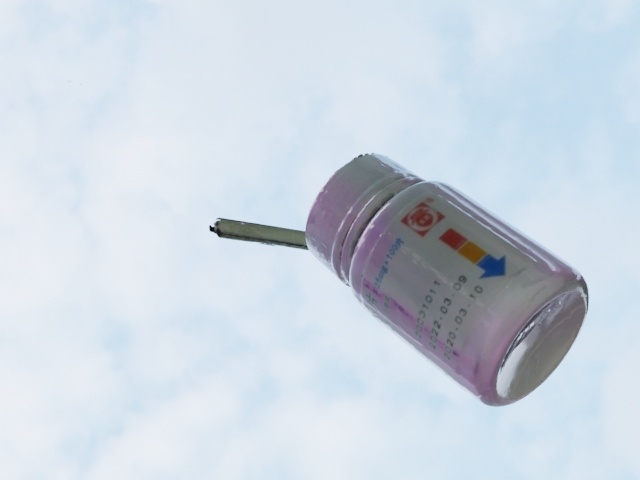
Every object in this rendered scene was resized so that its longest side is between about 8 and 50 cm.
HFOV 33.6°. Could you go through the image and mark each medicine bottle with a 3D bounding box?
[{"bbox_3d":[0.113,0.030,1.003,0.152,0.254,0.152,-28,-43,-30],"label":"medicine bottle"}]

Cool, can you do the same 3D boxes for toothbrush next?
[{"bbox_3d":[-0.004,0.001,1.139,0.294,0.028,0.026,7,-109,-43],"label":"toothbrush"}]
